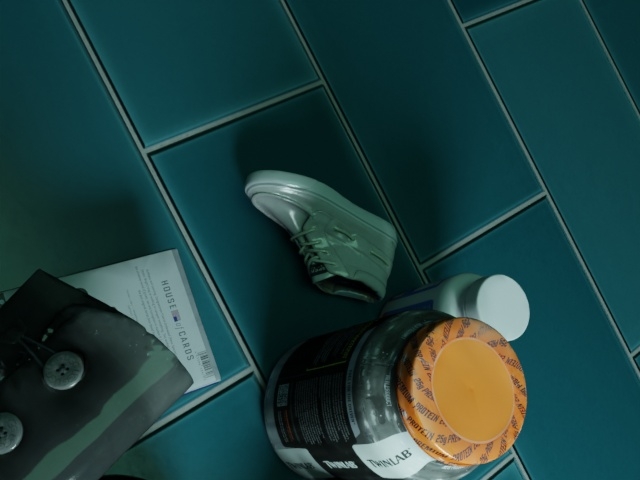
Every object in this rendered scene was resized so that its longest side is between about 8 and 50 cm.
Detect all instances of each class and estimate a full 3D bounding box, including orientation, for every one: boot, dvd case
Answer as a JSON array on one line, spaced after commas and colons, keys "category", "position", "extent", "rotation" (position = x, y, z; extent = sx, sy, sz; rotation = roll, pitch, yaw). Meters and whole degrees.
[{"category": "boot", "position": [-0.275, 0.277, 0.804], "extent": [0.367, 0.146, 0.445], "rotation": [35, 57, 12]}, {"category": "boot", "position": [0.000, 0.000, 1.238], "extent": [0.258, 0.095, 0.123], "rotation": [23, 59, -24]}, {"category": "dvd case", "position": [-0.251, 0.120, 1.025], "extent": [0.239, 0.029, 0.179], "rotation": [-15, 83, -35]}]

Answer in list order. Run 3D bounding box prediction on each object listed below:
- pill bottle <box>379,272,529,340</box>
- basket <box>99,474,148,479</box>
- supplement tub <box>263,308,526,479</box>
[{"category": "pill bottle", "position": [0.190, 0.115, 1.242], "extent": [0.124, 0.221, 0.124], "rotation": [8, 73, -28]}, {"category": "basket", "position": [-0.189, 0.340, 0.959], "extent": [0.204, 0.227, 0.154], "rotation": [21, 67, -24]}, {"category": "supplement tub", "position": [0.085, 0.202, 1.089], "extent": [0.207, 0.338, 0.207], "rotation": [8, 73, -27]}]
